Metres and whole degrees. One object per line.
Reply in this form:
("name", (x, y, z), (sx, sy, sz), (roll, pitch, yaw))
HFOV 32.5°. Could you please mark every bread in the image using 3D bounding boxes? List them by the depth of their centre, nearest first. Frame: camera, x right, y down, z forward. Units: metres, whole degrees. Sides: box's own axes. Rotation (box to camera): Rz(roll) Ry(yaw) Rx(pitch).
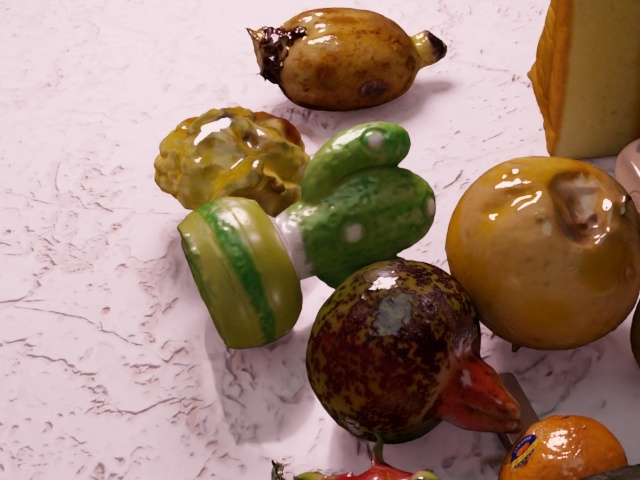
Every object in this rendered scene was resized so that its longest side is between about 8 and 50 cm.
("bread", (0.420, -0.307, 1.499), (0.233, 0.361, 0.245), (-4, 45, 4))

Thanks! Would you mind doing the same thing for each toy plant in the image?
("toy plant", (0.000, 0.000, 1.338), (0.316, 0.224, 0.184), (-25, 18, -11))

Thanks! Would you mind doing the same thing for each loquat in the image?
("loquat", (0.253, 0.019, 1.253), (0.244, 0.244, 0.244), (-4, 43, 3))

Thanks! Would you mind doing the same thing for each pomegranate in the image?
("pomegranate", (0.106, 0.137, 1.173), (0.248, 0.214, 0.214), (31, 54, 27))

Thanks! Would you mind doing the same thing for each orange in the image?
("orange", (0.247, 0.239, 1.102), (0.118, 0.135, 0.135), (29, 44, -11))

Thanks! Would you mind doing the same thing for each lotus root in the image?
("lotus root", (0.041, -0.274, 1.675), (0.314, 0.141, 0.169), (-2, 45, -8))

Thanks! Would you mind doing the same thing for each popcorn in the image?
("popcorn", (-0.113, -0.084, 1.465), (0.218, 0.169, 0.189), (-8, 46, -29))

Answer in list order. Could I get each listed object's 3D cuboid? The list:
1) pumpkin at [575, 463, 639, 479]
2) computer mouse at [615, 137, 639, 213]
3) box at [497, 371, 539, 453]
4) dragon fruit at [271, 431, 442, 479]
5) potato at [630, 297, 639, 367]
("pumpkin", (0.286, 0.328, 0.906), (0.328, 0.257, 0.291), (-24, 58, -6))
("computer mouse", (0.475, -0.049, 1.414), (0.145, 0.082, 0.236), (-15, 45, -10))
("box", (0.214, 0.197, 1.223), (0.048, 0.025, 0.115), (-11, 42, -12))
("dragon fruit", (0.050, 0.271, 1.086), (0.137, 0.135, 0.236), (-38, 48, -25))
("potato", (0.423, 0.101, 1.208), (0.158, 0.178, 0.203), (-32, 64, -5))
